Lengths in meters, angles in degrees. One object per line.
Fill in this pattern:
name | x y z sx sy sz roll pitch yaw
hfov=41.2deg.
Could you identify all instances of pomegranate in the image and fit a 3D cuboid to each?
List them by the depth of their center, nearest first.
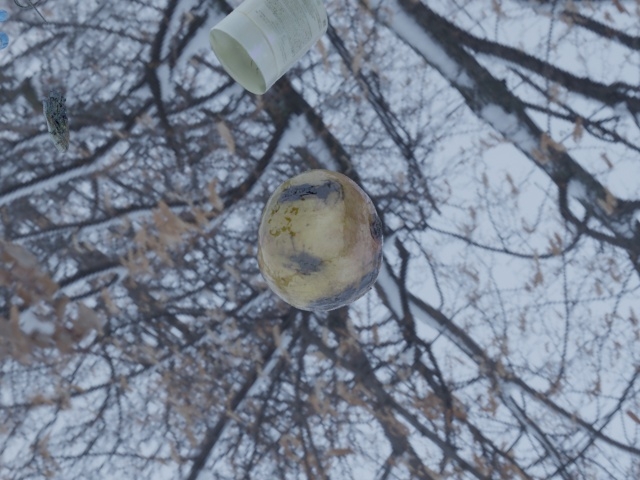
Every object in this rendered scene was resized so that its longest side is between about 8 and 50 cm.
pomegranate | 0.000 0.000 1.888 0.322 0.322 0.322 -34 -148 24

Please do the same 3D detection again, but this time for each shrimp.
shrimp | -0.519 -0.247 1.676 0.034 0.091 0.161 -16 -120 -1

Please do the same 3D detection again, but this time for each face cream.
face cream | -0.102 -0.446 1.816 0.081 0.173 0.348 -11 -150 37

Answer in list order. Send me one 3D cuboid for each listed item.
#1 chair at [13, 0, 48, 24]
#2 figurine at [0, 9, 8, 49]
chair | -0.737 -0.627 2.101 0.104 0.221 0.095 -29 -110 -1
figurine | -0.630 -0.345 1.463 0.180 0.153 0.262 -33 -120 -28
